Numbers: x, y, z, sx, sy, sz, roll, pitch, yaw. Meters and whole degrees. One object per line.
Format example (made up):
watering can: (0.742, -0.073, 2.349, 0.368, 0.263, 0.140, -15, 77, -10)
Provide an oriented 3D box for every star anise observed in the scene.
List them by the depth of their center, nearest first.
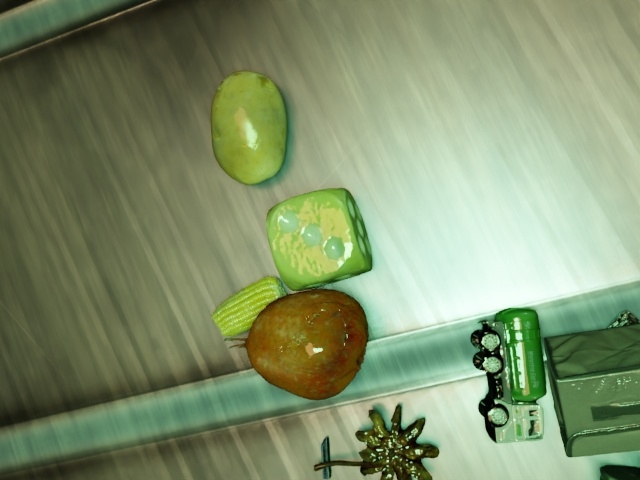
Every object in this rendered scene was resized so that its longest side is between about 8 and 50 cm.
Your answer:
star anise: (0.121, 0.433, 1.248, 0.177, 0.073, 0.234, 45, 101, 16)

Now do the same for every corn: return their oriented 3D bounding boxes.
corn: (-0.147, 0.141, 1.334, 0.165, 0.063, 0.085, -31, 105, 13)

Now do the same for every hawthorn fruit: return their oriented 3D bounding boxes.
hawthorn fruit: (-0.052, 0.196, 1.233, 0.298, 0.211, 0.212, 2, 88, 15)

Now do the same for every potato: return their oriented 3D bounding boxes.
potato: (-0.153, -0.232, 1.321, 0.150, 0.146, 0.234, -4, 86, 44)

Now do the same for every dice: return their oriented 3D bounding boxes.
dice: (0.000, 0.000, 1.247, 0.166, 0.169, 0.170, -17, 83, 13)

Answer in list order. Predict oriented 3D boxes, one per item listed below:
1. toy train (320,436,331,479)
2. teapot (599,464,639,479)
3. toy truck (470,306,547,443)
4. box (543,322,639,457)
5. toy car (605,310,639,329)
toy train: (0.011, 0.443, 1.303, 0.017, 0.017, 0.083, -5, 86, 21)
teapot: (0.580, 0.550, 1.080, 0.270, 0.200, 0.337, 9, 88, -12)
toy truck: (0.354, 0.247, 1.187, 0.124, 0.101, 0.243, -3, 84, 2)
box: (0.525, 0.244, 1.089, 0.252, 0.188, 0.153, -12, 101, 16)
toy car: (0.544, 0.171, 1.178, 0.041, 0.025, 0.093, 46, 106, 8)
